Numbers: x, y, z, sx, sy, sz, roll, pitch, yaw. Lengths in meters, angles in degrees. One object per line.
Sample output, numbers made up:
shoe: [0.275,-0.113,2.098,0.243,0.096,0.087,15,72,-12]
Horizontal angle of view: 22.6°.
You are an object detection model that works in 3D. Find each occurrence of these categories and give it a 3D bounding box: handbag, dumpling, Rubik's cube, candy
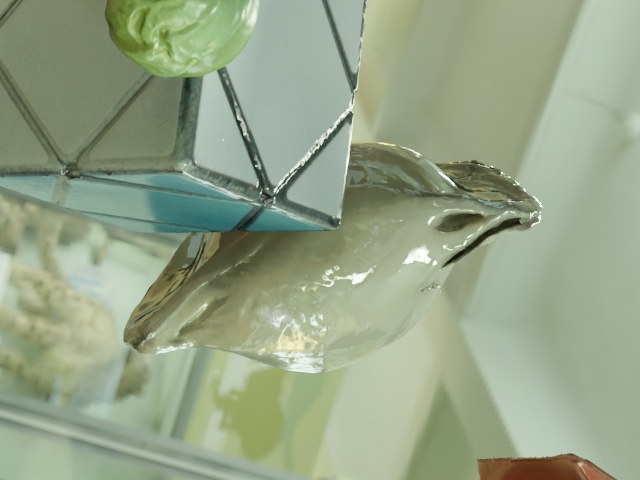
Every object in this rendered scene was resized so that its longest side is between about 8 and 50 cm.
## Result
handbag: [0.235,0.260,1.493,0.059,0.157,0.212,-63,-165,-18]
dumpling: [-0.003,0.002,1.393,0.341,0.181,0.260,-40,-158,8]
Rubik's cube: [-0.107,-0.123,1.170,0.205,0.205,0.207,2,-102,34]
candy: [-0.152,-0.181,0.890,0.093,0.335,0.092,-5,-110,36]
